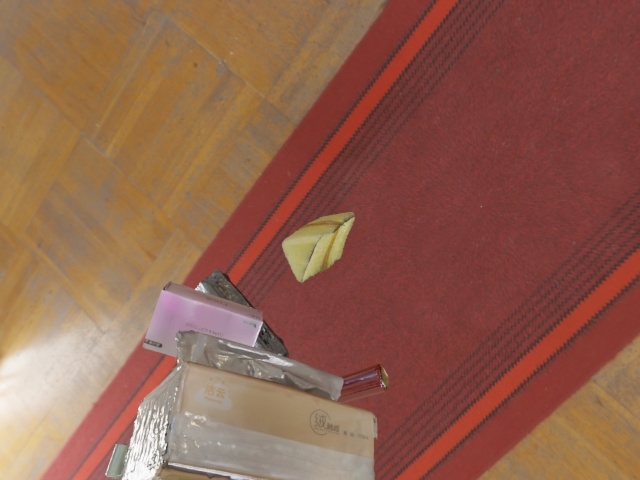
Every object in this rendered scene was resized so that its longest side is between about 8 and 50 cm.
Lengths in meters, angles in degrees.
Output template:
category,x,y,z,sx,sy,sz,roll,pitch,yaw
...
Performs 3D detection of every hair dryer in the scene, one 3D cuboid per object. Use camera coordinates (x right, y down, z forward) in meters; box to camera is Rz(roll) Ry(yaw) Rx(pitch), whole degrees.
category,x,y,z,sx,sy,sz,roll,pitch,yaw
hair dryer,-0.370,0.447,0.978,0.124,0.038,0.063,-6,55,21

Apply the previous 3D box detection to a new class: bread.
category,x,y,z,sx,sy,sz,roll,pitch,yaw
bread,0.000,0.000,1.467,0.141,0.266,0.178,42,120,7

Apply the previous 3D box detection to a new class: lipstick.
category,x,y,z,sx,sy,sz,roll,pitch,yaw
lipstick,0.068,0.409,1.336,0.241,0.080,0.080,-21,87,17

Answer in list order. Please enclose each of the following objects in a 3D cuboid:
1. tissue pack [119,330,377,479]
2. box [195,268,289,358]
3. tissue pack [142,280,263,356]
category,x,y,z,sx,sy,sz,roll,pitch,yaw
tissue pack,-0.096,0.270,0.716,0.305,0.238,0.239,22,103,-23
box,-0.262,0.272,1.498,0.350,0.091,0.359,49,148,1
tissue pack,-0.274,0.206,1.156,0.246,0.092,0.149,19,94,-9
